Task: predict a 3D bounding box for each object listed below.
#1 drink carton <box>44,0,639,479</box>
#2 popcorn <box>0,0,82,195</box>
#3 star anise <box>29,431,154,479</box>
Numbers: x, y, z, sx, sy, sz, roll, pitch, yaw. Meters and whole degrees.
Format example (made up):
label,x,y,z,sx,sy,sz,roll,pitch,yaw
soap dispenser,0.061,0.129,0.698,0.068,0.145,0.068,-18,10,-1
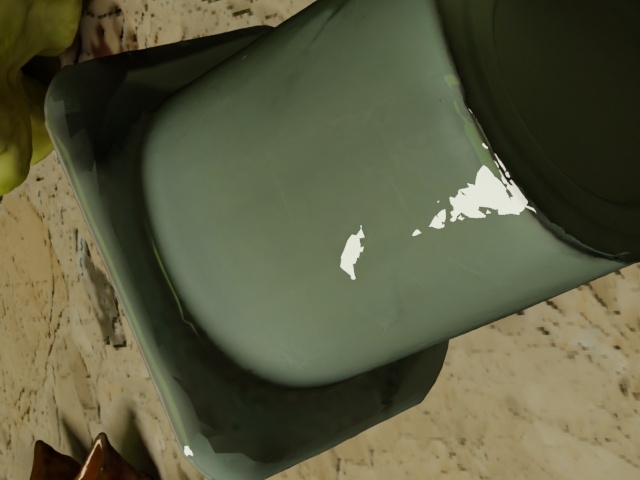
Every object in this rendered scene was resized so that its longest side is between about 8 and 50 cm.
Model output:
label,x,y,z,sx,sy,sz,roll,pitch,yaw
drink carton,0.034,-0.036,0.673,0.189,0.191,0.185,-33,79,42
popcorn,-0.254,-0.104,0.913,0.235,0.250,0.242,0,109,42
star anise,-0.148,0.219,1.063,0.196,0.111,0.212,36,125,27
